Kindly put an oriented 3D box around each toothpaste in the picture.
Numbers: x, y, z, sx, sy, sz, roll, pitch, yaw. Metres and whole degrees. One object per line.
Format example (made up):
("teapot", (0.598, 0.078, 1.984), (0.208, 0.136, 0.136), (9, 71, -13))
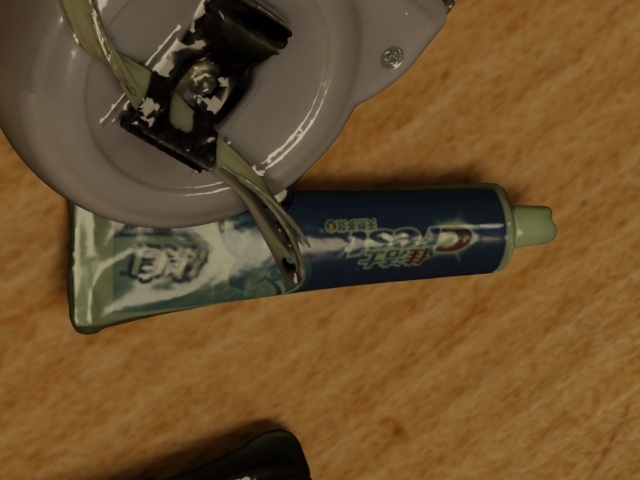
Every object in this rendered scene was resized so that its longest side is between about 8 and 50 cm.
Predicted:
("toothpaste", (0.000, -0.001, 0.987), (0.268, 0.047, 0.069), (-4, 136, -21))

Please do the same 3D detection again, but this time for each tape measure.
("tape measure", (-0.055, -0.085, 0.857), (0.196, 0.105, 0.178), (20, 112, -37))

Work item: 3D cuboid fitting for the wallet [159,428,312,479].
("wallet", (-0.167, 0.232, 1.057), (0.377, 0.051, 0.197), (-19, 132, -14))
